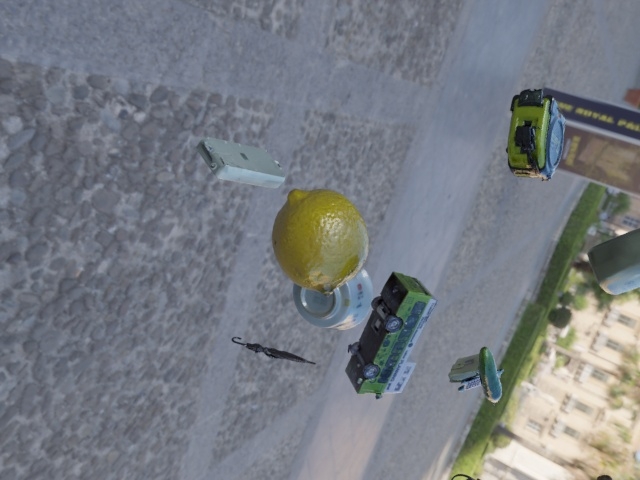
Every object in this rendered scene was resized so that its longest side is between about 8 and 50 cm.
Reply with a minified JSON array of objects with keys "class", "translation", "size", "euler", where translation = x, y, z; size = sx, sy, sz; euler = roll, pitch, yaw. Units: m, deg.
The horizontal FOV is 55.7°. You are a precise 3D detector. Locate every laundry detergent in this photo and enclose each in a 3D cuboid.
[{"class":"laundry detergent","translation":[0.619,0.016,1.068],"size":[0.181,0.253,0.091],"euler":[22,50,-51]}]

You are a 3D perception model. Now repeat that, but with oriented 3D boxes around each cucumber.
[{"class":"cucumber","translation":[0.476,0.392,1.701],"size":[0.056,0.056,0.250],"euler":[-51,134,-33]}]

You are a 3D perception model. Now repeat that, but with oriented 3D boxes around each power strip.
[{"class":"power strip","translation":[-0.136,-0.136,1.071],"size":[0.035,0.081,0.192],"euler":[-44,158,24]}]

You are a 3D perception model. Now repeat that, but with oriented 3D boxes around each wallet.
[{"class":"wallet","translation":[0.498,0.434,2.046],"size":[0.155,0.110,0.039],"euler":[-26,97,-62]}]

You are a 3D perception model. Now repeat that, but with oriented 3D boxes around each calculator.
[{"class":"calculator","translation":[0.479,0.416,1.807],"size":[0.141,0.019,0.094],"euler":[-15,142,-11]}]

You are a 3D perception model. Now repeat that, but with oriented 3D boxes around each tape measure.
[{"class":"tape measure","translation":[0.494,-0.234,1.404],"size":[0.199,0.112,0.186],"euler":[14,84,-54]}]

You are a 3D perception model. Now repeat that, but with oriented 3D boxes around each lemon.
[{"class":"lemon","translation":[-0.001,-0.008,1.439],"size":[0.228,0.228,0.253],"euler":[-33,117,-53]}]

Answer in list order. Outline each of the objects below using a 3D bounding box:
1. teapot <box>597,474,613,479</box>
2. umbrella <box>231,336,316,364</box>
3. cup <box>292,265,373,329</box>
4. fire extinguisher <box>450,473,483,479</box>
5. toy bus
[{"class":"teapot","translation":[0.699,0.606,1.437],"size":[0.129,0.098,0.078],"euler":[48,37,-20]},{"class":"umbrella","translation":[-0.066,0.153,0.825],"size":[0.022,0.122,0.013],"euler":[-47,151,-69]},{"class":"cup","translation":[0.023,0.215,2.466],"size":[0.163,0.347,0.347],"euler":[-14,126,-61]},{"class":"fire extinguisher","translation":[0.323,0.586,1.389],"size":[0.045,0.078,0.157],"euler":[-37,157,-57]},{"class":"toy bus","translation":[0.174,0.231,1.454],"size":[0.139,0.113,0.301],"euler":[11,114,-26]}]
